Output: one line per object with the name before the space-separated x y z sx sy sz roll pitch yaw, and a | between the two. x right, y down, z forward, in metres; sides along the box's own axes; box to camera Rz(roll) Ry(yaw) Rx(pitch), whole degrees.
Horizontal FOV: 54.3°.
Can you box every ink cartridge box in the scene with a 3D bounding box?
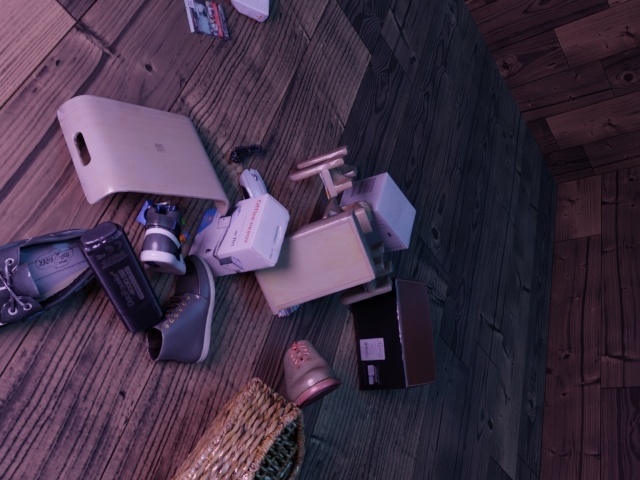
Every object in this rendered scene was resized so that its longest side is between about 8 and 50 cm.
ink cartridge box | -0.216 -0.666 1.617 0.179 0.045 0.145 12 70 -32
ink cartridge box | -0.175 -0.007 1.330 0.082 0.190 0.140 43 48 -38

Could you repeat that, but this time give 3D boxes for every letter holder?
letter holder | 0.219 0.272 1.815 0.214 0.152 0.302 10 72 -54

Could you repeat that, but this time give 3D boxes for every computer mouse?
computer mouse | -0.159 -0.139 1.516 0.106 0.042 0.193 -19 95 -55

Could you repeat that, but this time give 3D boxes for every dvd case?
dvd case | -0.274 -0.536 1.506 0.119 0.013 0.087 -13 90 -55

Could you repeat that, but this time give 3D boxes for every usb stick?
usb stick | -0.341 0.072 1.087 0.077 0.045 0.278 -29 146 -17

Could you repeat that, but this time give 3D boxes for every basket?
basket | -0.132 0.441 1.180 0.223 0.213 0.299 41 43 -1

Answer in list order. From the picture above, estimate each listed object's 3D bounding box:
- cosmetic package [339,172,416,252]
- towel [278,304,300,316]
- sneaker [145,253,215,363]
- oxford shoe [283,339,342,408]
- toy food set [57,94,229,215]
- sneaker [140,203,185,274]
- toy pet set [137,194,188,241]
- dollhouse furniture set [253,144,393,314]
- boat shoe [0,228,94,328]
cosmetic package | 0.165 -0.073 1.841 0.184 0.151 0.151 47 46 -33
towel | -0.073 0.090 1.581 0.197 0.029 0.144 -38 111 -54
sneaker | -0.279 0.132 1.239 0.118 0.083 0.222 11 72 -51
oxford shoe | -0.040 0.291 1.387 0.123 0.348 0.130 -26 84 -10
toy food set | -0.335 -0.151 1.216 0.306 0.092 0.220 2 55 -49
sneaker | -0.287 -0.004 1.174 0.079 0.217 0.121 7 79 -10
toy pet set | -0.326 -0.047 1.272 0.114 0.065 0.122 -97 172 -82
dollhouse furniture set | 0.000 0.000 1.561 0.394 0.256 0.362 -69 139 -71
boat shoe | -0.466 0.062 0.983 0.340 0.113 0.127 -25 101 -53
